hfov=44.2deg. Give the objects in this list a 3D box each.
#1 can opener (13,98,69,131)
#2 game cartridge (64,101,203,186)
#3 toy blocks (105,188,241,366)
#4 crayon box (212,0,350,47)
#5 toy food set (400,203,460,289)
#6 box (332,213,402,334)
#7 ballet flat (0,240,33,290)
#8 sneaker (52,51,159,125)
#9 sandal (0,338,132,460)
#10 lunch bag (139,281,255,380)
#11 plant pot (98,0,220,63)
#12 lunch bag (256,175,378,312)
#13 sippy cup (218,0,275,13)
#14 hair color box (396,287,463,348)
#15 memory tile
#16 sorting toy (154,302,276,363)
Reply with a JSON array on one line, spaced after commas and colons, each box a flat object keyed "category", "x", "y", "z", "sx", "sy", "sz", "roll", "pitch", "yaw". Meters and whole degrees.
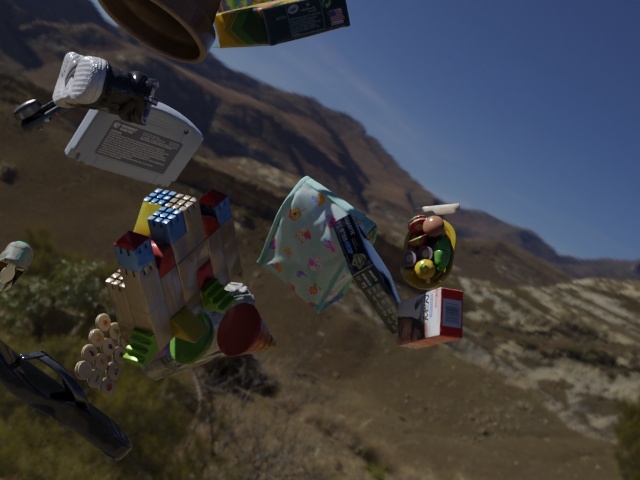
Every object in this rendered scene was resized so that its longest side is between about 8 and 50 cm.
[{"category": "can opener", "x": -0.687, "y": -0.338, "z": 2.023, "sx": 0.059, "sy": 0.186, "sz": 0.073, "roll": 59, "pitch": -10, "yaw": 25}, {"category": "game cartridge", "x": -0.429, "y": -0.241, "z": 1.864, "sx": 0.294, "sy": 0.196, "sz": 0.060, "roll": 17, "pitch": 32, "yaw": -48}, {"category": "toy blocks", "x": -0.290, "y": 0.023, "z": 1.559, "sx": 0.191, "sy": 0.260, "sz": 0.381, "roll": 14, "pitch": 38, "yaw": 26}, {"category": "crayon box", "x": -0.104, "y": -0.486, "z": 1.745, "sx": 0.202, "sy": 0.081, "sz": 0.319, "roll": -21, "pitch": 20, "yaw": -25}, {"category": "toy food set", "x": 0.247, "y": 0.001, "z": 1.840, "sx": 0.128, "sy": 0.217, "sz": 0.071, "roll": 3, "pitch": -20, "yaw": 25}, {"category": "box", "x": 0.110, "y": 0.072, "z": 1.680, "sx": 0.220, "sy": 0.051, "sz": 0.175, "roll": 55, "pitch": 11, "yaw": -40}, {"category": "ballet flat", "x": -0.680, "y": 0.071, "z": 1.692, "sx": 0.072, "sy": 0.068, "sz": 0.213, "roll": 28, "pitch": -42, "yaw": -24}, {"category": "sneaker", "x": -0.385, "y": -0.267, "z": 1.424, "sx": 0.153, "sy": 0.101, "sz": 0.269, "roll": 17, "pitch": 3, "yaw": -32}, {"category": "sandal", "x": -0.328, "y": 0.190, "z": 1.005, "sx": 0.097, "sy": 0.054, "sz": 0.254, "roll": 35, "pitch": -11, "yaw": 51}, {"category": "lunch bag", "x": -0.348, "y": 0.227, "z": 2.184, "sx": 0.305, "sy": 0.256, "sz": 0.212, "roll": -7, "pitch": 69, "yaw": -61}, {"category": "plant pot", "x": -0.300, "y": -0.539, "z": 1.650, "sx": 0.263, "sy": 0.229, "sz": 0.263, "roll": 28, "pitch": -12, "yaw": 7}, {"category": "lunch bag", "x": 0.000, "y": 0.000, "z": 1.898, "sx": 0.223, "sy": 0.262, "sz": 0.160, "roll": 37, "pitch": 32, "yaw": 18}, {"category": "sippy cup", "x": -0.200, "y": -0.696, "z": 2.083, "sx": 0.305, "sy": 0.240, "sz": 0.224, "roll": 39, "pitch": -26, "yaw": 24}, {"category": "hair color box", "x": 0.209, "y": 0.153, "z": 1.522, "sx": 0.054, "sy": 0.093, "sz": 0.167, "roll": 10, "pitch": -18, "yaw": -19}, {"category": "memory tile", "x": -0.438, "y": 0.232, "z": 1.605, "sx": 0.012, "sy": 0.148, "sz": 0.113, "roll": -8, "pitch": -40, "yaw": 29}, {"category": "sorting toy", "x": -0.241, "y": 0.234, "z": 1.802, "sx": 0.366, "sy": 0.127, "sz": 0.126, "roll": -12, "pitch": -31, "yaw": 36}]
